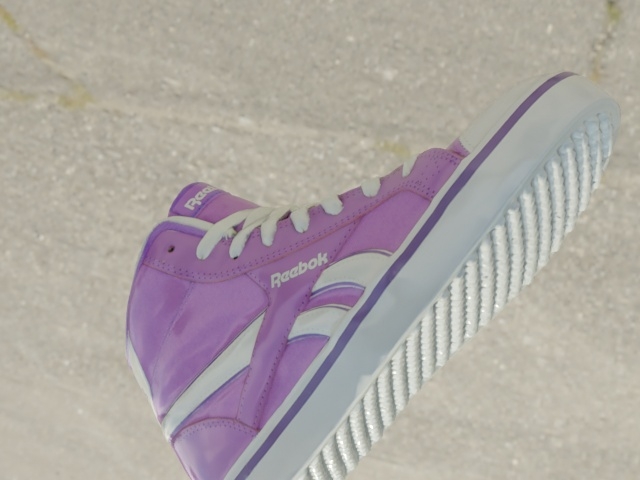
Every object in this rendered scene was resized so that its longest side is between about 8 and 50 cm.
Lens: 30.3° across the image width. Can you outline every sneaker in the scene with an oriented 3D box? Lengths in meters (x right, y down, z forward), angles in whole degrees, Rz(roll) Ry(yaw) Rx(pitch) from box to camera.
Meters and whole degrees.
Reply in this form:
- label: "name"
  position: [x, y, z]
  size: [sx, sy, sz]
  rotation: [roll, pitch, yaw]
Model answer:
- label: "sneaker"
  position: [-0.001, 0.000, 0.556]
  size: [0.282, 0.161, 0.102]
  rotation: [-49, 155, 22]
